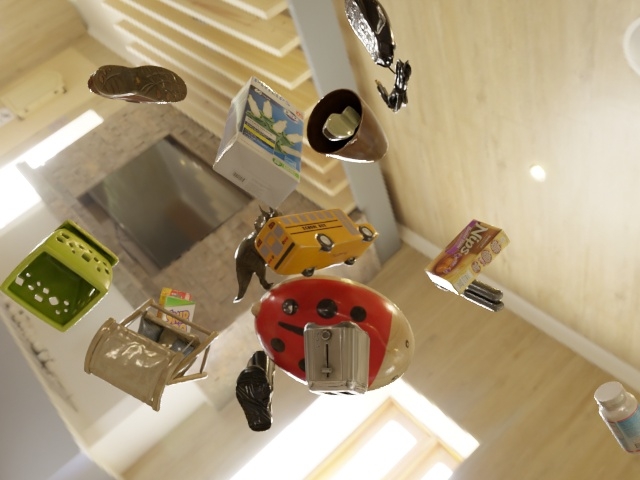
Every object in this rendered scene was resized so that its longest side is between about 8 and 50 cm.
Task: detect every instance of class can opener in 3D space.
[{"bbox_3d":[0.474,0.163,2.118,0.280,0.093,0.074,23,-50,58],"label":"can opener"}]

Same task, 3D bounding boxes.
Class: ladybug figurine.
[{"bbox_3d":[0.031,0.251,1.718,0.450,0.304,0.162,15,4,-1],"label":"ladybug figurine"}]

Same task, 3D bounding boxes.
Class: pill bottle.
[{"bbox_3d":[0.706,0.409,1.528,0.160,0.087,0.087,55,-17,-12],"label":"pill bottle"}]

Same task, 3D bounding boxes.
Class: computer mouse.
[{"bbox_3d":[0.131,-0.401,1.388,0.261,0.060,0.184,62,-9,22],"label":"computer mouse"}]

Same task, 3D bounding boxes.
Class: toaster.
[{"bbox_3d":[0.041,0.268,1.469,0.129,0.146,0.227,-3,-17,15],"label":"toaster"}]

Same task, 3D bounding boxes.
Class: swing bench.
[{"bbox_3d":[-0.468,0.311,1.833,0.254,0.165,0.255,22,19,18],"label":"swing bench"}]

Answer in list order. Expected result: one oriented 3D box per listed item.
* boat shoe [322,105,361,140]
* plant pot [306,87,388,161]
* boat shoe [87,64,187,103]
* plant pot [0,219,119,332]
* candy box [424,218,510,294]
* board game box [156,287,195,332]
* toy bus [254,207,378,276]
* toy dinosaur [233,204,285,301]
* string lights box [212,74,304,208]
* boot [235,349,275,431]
[{"bbox_3d":[0.054,-0.325,1.906,0.069,0.228,0.081,-39,-86,30],"label":"boat shoe"},{"bbox_3d":[0.111,-0.334,2.086,0.230,0.215,0.215,22,10,-48],"label":"plant pot"},{"bbox_3d":[-0.322,-0.274,1.161,0.060,0.178,0.064,-1,-87,48],"label":"boat shoe"},{"bbox_3d":[-0.740,0.088,1.916,0.227,0.228,0.207,43,24,-21],"label":"plant pot"},{"bbox_3d":[0.359,0.038,1.611,0.053,0.186,0.109,50,-10,-30],"label":"candy box"},{"bbox_3d":[-0.455,0.281,2.011,0.039,0.259,0.124,-3,-17,36],"label":"board game box"},{"bbox_3d":[0.000,0.000,1.651,0.130,0.333,0.108,49,-57,21],"label":"toy bus"},{"bbox_3d":[-0.154,0.032,1.770,0.160,0.313,0.121,41,27,1],"label":"toy dinosaur"},{"bbox_3d":[-0.106,-0.186,1.209,0.133,0.077,0.259,33,32,-23],"label":"string lights box"},{"bbox_3d":[-0.178,0.379,1.835,0.207,0.094,0.246,-96,180,-53],"label":"boot"}]
